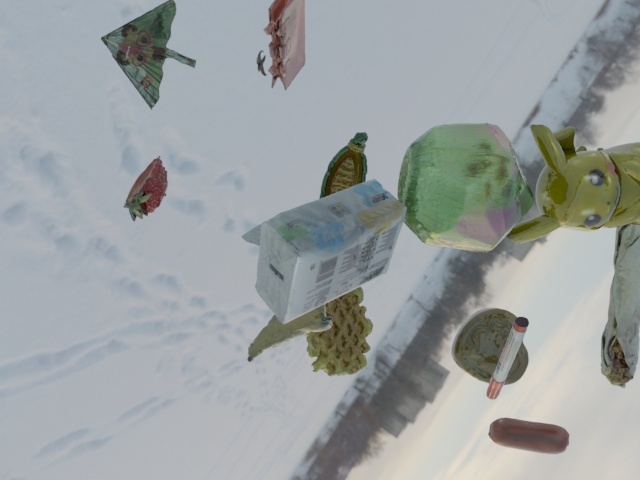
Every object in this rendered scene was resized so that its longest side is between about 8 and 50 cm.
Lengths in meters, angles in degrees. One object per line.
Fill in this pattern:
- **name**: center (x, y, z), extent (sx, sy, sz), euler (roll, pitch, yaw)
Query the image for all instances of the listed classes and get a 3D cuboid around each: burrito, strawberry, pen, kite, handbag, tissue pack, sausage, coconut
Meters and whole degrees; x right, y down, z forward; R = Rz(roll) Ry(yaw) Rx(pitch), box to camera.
- **burrito**: center (0.684, 0.129, 1.432), extent (0.117, 0.076, 0.392), euler (28, 69, -46)
- **strawberry**: center (-0.600, -0.182, 2.237), extent (0.174, 0.098, 0.228), euler (-36, -149, 30)
- **pen**: center (0.350, 0.227, 1.200), extent (0.028, 0.028, 0.239), euler (-48, 154, -39)
- **kite**: center (-0.486, -0.538, 1.808), extent (0.013, 0.267, 0.323), euler (-133, -126, -62)
- **handbag**: center (-0.085, -0.496, 1.556), extent (0.213, 0.059, 0.157), euler (92, 17, -48)
- **tissue pack**: center (0.000, 0.000, 1.027), extent (0.229, 0.145, 0.159), euler (-23, 142, -33)
- **sausage**: center (0.516, 0.484, 1.576), extent (0.077, 0.194, 0.077), euler (6, 90, -81)
- **coconut**: center (0.252, -0.085, 1.091), extent (0.236, 0.235, 0.205), euler (-52, 167, -24)

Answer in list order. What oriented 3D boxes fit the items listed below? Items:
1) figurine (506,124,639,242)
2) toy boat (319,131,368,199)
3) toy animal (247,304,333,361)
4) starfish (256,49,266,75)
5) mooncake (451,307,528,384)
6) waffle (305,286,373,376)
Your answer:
- **figurine**: center (0.512, -0.112, 1.196), extent (0.326, 0.169, 0.218), euler (-10, 109, -31)
- **toy boat**: center (0.050, -0.121, 1.332), extent (0.088, 0.088, 0.230), euler (-103, -152, -71)
- **toy animal**: center (-0.064, 0.190, 1.392), extent (0.218, 0.103, 0.101), euler (-20, -165, 8)
- **starfish**: center (-0.210, -0.625, 2.258), extent (0.078, 0.028, 0.091), euler (65, 26, -44)
- **mooncake**: center (0.517, 0.329, 1.955), extent (0.235, 0.234, 0.117), euler (-56, 177, -2)
- **waffle**: center (0.049, 0.237, 1.829), extent (0.324, 0.068, 0.302), euler (8, 74, -55)
